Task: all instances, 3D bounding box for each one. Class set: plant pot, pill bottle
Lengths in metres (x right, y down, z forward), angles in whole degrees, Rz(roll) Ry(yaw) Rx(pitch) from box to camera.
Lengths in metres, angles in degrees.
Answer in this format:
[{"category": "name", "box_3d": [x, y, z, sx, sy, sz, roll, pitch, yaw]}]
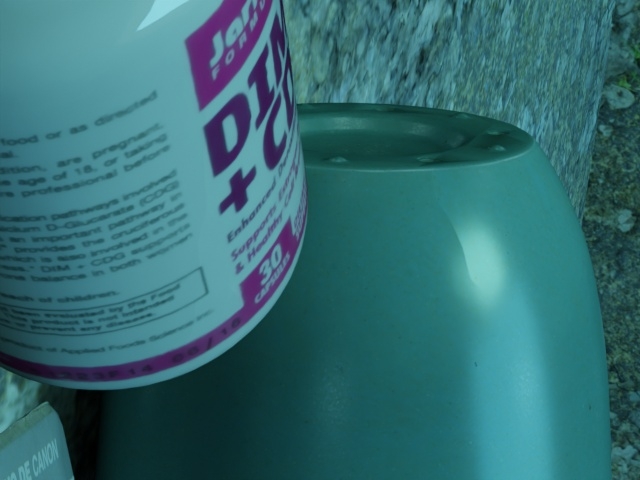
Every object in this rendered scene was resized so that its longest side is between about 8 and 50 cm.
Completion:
[{"category": "plant pot", "box_3d": [0.019, 0.053, 0.885, 0.293, 0.293, 0.235, -37, 130, -67]}, {"category": "pill bottle", "box_3d": [-0.092, -0.077, 0.553, 0.283, 0.160, 0.160, 82, 25, -59]}]

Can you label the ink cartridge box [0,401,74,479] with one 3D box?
[{"category": "ink cartridge box", "box_3d": [-0.149, 0.214, 0.505, 0.309, 0.130, 0.271, -42, 122, -84]}]
